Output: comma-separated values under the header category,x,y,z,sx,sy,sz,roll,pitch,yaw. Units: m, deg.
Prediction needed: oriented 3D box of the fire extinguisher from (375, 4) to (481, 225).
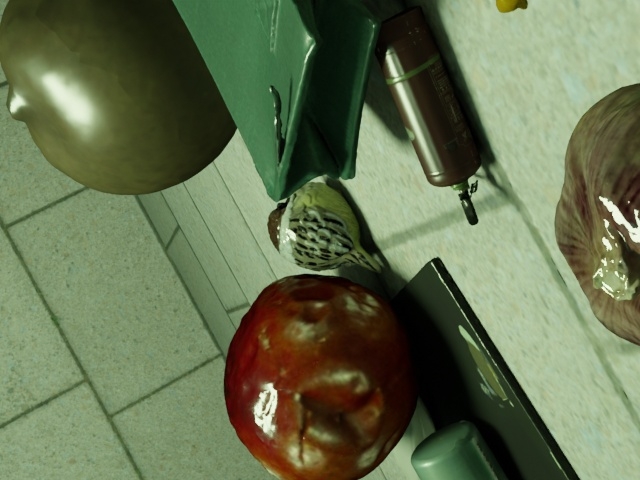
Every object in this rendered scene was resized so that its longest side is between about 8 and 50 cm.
category,x,y,z,sx,sy,sz,roll,pitch,yaw
fire extinguisher,0.083,-0.092,0.672,0.078,0.045,0.157,-74,-40,-70

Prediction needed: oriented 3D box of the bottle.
category,x,y,z,sx,sy,sz,roll,pitch,yaw
bottle,0.195,0.325,0.941,0.286,0.082,0.082,59,165,-4

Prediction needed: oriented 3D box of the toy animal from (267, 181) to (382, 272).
category,x,y,z,sx,sy,sz,roll,pitch,yaw
toy animal,0.000,0.000,1.008,0.137,0.098,0.098,54,164,24

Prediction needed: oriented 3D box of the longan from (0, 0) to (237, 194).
category,x,y,z,sx,sy,sz,roll,pitch,yaw
longan,-0.229,-0.196,1.065,0.297,0.297,0.297,55,164,24

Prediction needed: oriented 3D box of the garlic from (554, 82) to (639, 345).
category,x,y,z,sx,sy,sz,roll,pitch,yaw
garlic,0.171,0.000,0.423,0.159,0.102,0.147,54,165,28

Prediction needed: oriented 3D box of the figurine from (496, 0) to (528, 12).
category,x,y,z,sx,sy,sz,roll,pitch,yaw
figurine,0.075,-0.150,0.426,0.176,0.122,0.121,39,151,57

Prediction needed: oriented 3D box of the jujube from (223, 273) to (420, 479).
category,x,y,z,sx,sy,sz,roll,pitch,yaw
jujube,-0.006,0.143,1.032,0.318,0.223,0.223,-125,10,-76

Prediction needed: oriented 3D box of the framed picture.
category,x,y,z,sx,sy,sz,roll,pitch,yaw
framed picture,0.146,0.162,0.981,0.244,0.013,0.324,58,165,10

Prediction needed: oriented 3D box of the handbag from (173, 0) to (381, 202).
category,x,y,z,sx,sy,sz,roll,pitch,yaw
handbag,-0.059,-0.212,0.748,0.238,0.089,0.326,98,151,-60

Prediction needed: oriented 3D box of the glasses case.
category,x,y,z,sx,sy,sz,roll,pitch,yaw
glasses case,0.113,0.243,1.117,0.074,0.049,0.193,47,159,46
